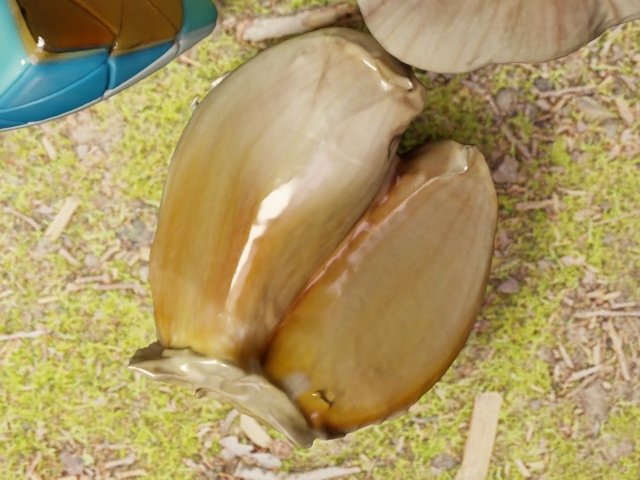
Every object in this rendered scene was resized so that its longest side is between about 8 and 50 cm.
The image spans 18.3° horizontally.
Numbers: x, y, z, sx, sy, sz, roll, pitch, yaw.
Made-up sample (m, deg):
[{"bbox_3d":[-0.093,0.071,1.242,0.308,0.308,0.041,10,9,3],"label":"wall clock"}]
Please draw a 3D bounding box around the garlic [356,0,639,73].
[{"bbox_3d":[0.138,-0.276,1.459,0.322,0.241,0.322,1,72,-4],"label":"garlic"}]

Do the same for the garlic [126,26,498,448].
[{"bbox_3d":[0.000,0.000,1.589,0.286,0.249,0.313,27,89,2],"label":"garlic"}]

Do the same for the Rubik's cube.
[{"bbox_3d":[-0.254,-0.184,1.533,0.254,0.254,0.254,-1,115,-2],"label":"Rubik's cube"}]
